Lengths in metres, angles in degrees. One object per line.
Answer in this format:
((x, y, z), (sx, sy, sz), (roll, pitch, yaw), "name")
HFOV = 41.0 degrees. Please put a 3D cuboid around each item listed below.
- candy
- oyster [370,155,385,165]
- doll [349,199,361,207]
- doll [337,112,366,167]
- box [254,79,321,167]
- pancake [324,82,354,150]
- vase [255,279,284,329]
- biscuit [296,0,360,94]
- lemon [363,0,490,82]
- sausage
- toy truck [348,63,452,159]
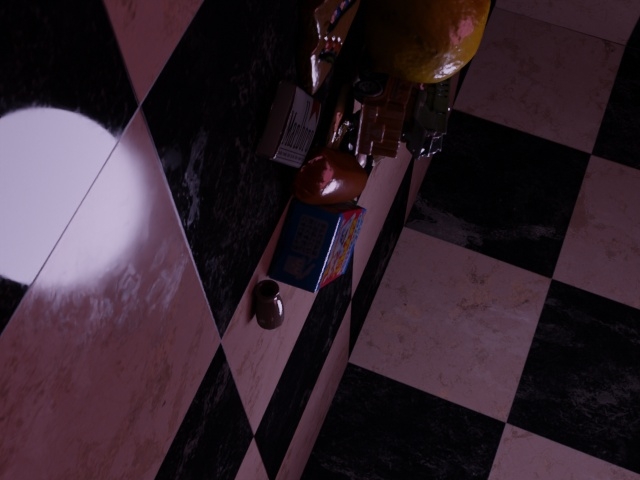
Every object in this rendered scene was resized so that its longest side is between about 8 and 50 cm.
((0.001, 0.000, 1.686), (0.306, 0.100, 0.157), (-21, 129, -78), "candy")
((0.152, -0.236, 2.217), (0.093, 0.034, 0.051), (-53, 148, -23), "oyster")
((0.047, -0.047, 1.895), (0.078, 0.077, 0.113), (108, 6, -68), "doll")
((0.063, -0.164, 1.786), (0.219, 0.067, 0.091), (93, 12, -54), "doll")
((-0.045, -0.171, 1.292), (0.177, 0.036, 0.115), (-6, 115, -78), "box")
((0.037, -0.228, 1.629), (0.158, 0.028, 0.158), (20, 90, -83), "pancake")
((-0.093, 0.115, 1.539), (0.100, 0.053, 0.053), (89, 23, -54), "vase")
((0.026, -0.362, 1.276), (0.278, 0.043, 0.301), (-52, 159, -60), "biscuit")
((0.191, -0.413, 1.541), (0.228, 0.228, 0.253), (82, 26, -69), "lemon")
((0.019, -0.113, 1.557), (0.097, 0.094, 0.348), (-49, 173, 11), "sausage")
((0.171, -0.300, 1.686), (0.133, 0.184, 0.338), (97, 8, -45), "toy truck")
